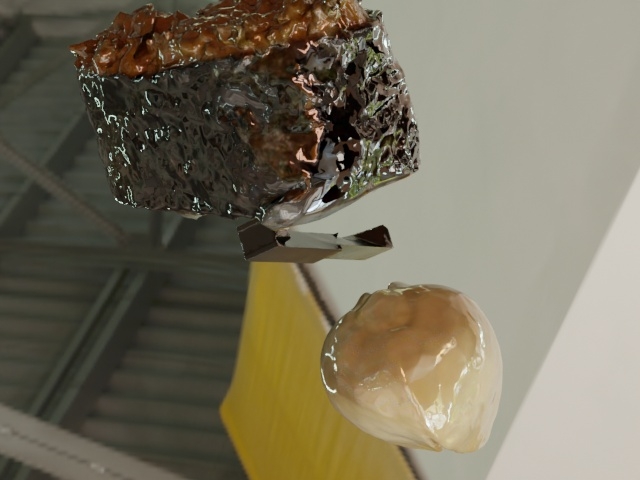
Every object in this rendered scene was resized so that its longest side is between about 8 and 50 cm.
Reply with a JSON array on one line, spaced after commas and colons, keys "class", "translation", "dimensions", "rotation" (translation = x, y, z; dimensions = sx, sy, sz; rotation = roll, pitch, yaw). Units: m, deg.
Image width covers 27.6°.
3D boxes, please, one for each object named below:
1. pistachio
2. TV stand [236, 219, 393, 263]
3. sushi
[{"class": "pistachio", "translation": [0.107, 0.146, 1.396], "dimensions": [0.187, 0.299, 0.188], "rotation": [-7, -112, 17]}, {"class": "TV stand", "translation": [0.000, 0.000, 1.523], "dimensions": [0.256, 0.049, 0.040], "rotation": [3, -113, -56]}, {"class": "sushi", "translation": [-0.063, -0.132, 1.176], "dimensions": [0.348, 0.208, 0.234], "rotation": [2, -156, 41]}]
